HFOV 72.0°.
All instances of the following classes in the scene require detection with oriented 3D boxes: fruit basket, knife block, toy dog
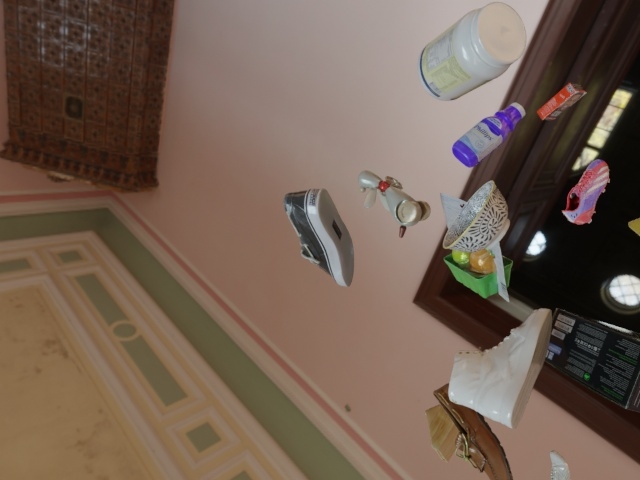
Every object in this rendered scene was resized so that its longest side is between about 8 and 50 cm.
[{"bbox_3d":[0.566,0.011,1.601,0.166,0.353,0.327,-18,-160,-11],"label":"fruit basket"},{"bbox_3d":[0.559,0.721,1.785,0.088,0.242,0.275,53,-162,-18],"label":"knife block"},{"bbox_3d":[0.277,-0.136,1.758,0.220,0.161,0.333,10,-154,-36],"label":"toy dog"}]

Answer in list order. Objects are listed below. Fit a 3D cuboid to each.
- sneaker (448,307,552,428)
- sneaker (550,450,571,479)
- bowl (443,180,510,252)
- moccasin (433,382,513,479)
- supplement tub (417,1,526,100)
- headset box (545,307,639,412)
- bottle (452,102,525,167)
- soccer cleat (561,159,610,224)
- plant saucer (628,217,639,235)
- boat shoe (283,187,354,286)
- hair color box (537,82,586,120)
[{"bbox_3d":[0.387,0.247,0.966,0.169,0.108,0.292,8,-136,44],"label":"sneaker"},{"bbox_3d":[0.781,0.770,1.438,0.061,0.053,0.152,-6,-121,-4],"label":"sneaker"},{"bbox_3d":[0.340,-0.034,0.925,0.080,0.170,0.170,33,-153,1],"label":"bowl"},{"bbox_3d":[0.486,0.641,1.421,0.147,0.139,0.380,-22,-127,-2],"label":"moccasin"},{"bbox_3d":[0.517,-0.649,1.539,0.236,0.235,0.325,7,175,-21],"label":"supplement tub"},{"bbox_3d":[0.685,0.272,0.950,0.283,0.131,0.246,17,-175,-14],"label":"headset box"},{"bbox_3d":[0.633,-0.399,1.649,0.118,0.283,0.092,52,-177,28],"label":"bottle"},{"bbox_3d":[0.873,-0.170,1.451,0.095,0.248,0.083,28,170,-15],"label":"soccer cleat"},{"bbox_3d":[0.892,0.046,0.908,0.333,0.081,0.332,11,-148,-9],"label":"plant saucer"},{"bbox_3d":[-0.001,0.003,1.031,0.105,0.306,0.113,-1,-125,24],"label":"boat shoe"},{"bbox_3d":[0.847,-0.486,1.550,0.072,0.141,0.043,-8,-116,-32],"label":"hair color box"}]
